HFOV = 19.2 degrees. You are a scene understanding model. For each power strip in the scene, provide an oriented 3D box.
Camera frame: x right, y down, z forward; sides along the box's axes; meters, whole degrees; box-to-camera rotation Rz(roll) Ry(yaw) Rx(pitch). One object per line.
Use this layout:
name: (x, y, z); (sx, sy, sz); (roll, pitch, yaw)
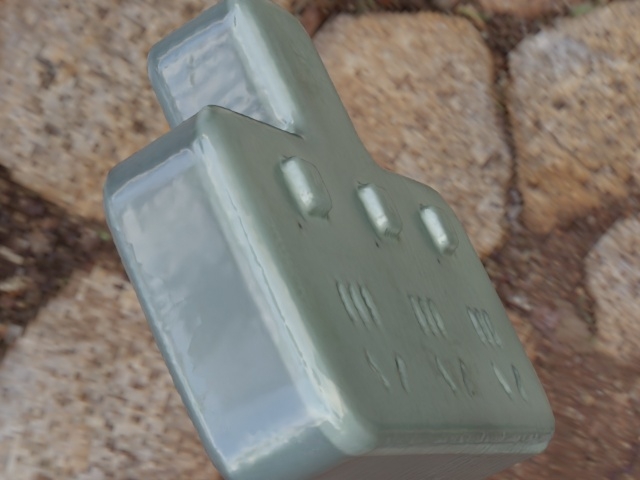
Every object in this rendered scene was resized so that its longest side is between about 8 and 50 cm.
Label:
power strip: (0.000, 0.000, 0.706); (0.059, 0.265, 0.193); (-30, 75, 16)
